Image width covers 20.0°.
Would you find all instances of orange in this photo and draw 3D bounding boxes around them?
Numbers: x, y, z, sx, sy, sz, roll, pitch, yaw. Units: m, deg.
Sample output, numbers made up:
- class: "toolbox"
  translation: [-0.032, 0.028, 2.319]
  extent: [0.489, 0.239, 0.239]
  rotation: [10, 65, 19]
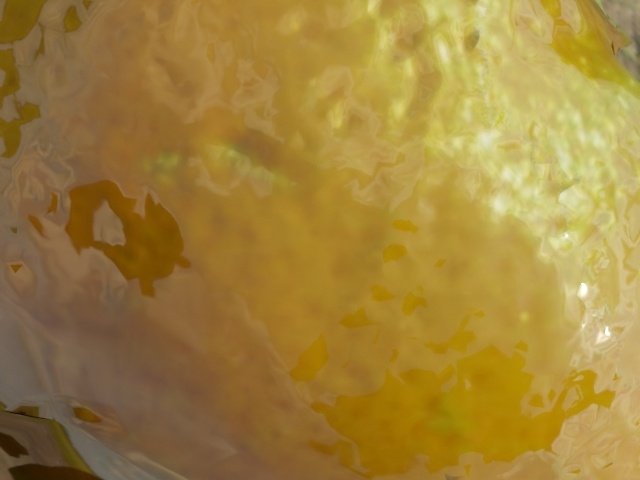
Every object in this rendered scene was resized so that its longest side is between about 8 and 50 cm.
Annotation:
- class: "orange"
  translation: [-0.002, 0.008, 0.539]
  extent: [0.262, 0.196, 0.335]
  rotation: [-22, 119, 37]
